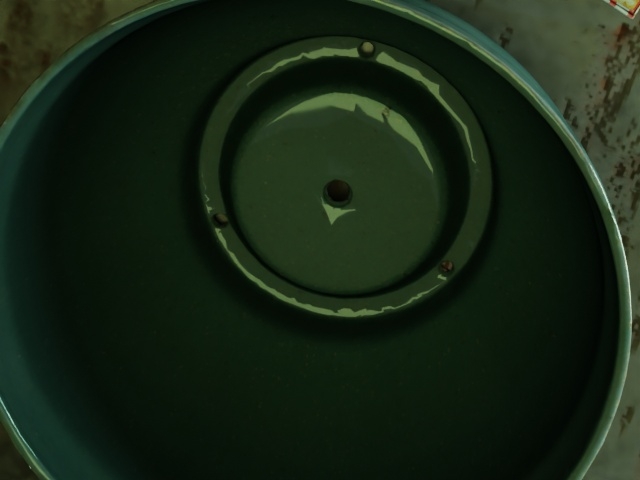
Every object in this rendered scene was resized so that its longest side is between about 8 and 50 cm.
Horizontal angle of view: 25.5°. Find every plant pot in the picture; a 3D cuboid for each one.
[{"bbox_3d":[0.000,0.000,0.696,0.293,0.196,0.293,3,112,9],"label":"plant pot"}]

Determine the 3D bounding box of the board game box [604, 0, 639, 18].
[{"bbox_3d":[0.140,-0.227,0.668,0.146,0.045,0.193,31,112,-3],"label":"board game box"}]
